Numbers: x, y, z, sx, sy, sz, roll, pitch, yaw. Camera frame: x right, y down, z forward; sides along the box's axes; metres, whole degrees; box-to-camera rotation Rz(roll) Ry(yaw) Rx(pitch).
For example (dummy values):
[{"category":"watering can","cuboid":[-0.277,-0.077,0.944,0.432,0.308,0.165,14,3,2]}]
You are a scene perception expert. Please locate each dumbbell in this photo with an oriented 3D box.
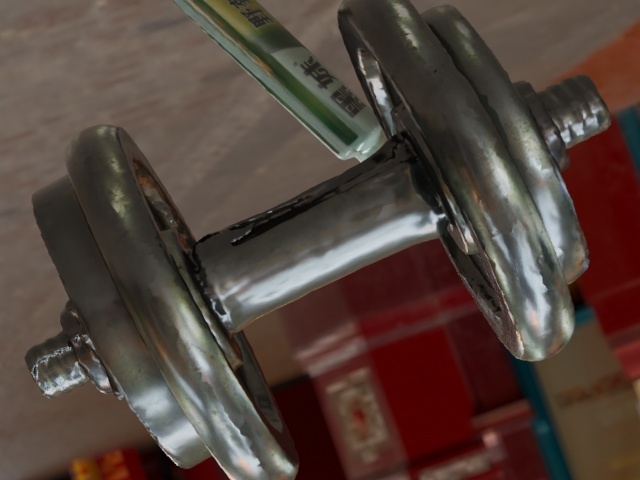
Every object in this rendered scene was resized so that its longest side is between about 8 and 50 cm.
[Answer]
[{"category":"dumbbell","cuboid":[0.000,0.000,0.778,0.290,0.192,0.192,-27,172,0]}]

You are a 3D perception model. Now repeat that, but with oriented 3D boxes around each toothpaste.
[{"category":"toothpaste","cuboid":[-0.032,-0.104,0.915,0.031,0.204,0.049,-48,178,33]}]
